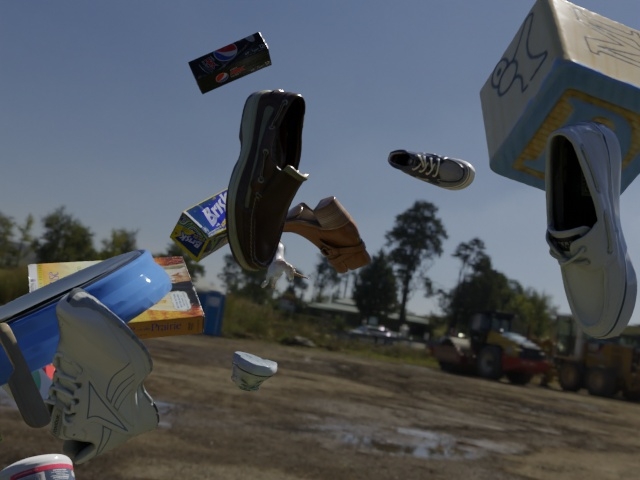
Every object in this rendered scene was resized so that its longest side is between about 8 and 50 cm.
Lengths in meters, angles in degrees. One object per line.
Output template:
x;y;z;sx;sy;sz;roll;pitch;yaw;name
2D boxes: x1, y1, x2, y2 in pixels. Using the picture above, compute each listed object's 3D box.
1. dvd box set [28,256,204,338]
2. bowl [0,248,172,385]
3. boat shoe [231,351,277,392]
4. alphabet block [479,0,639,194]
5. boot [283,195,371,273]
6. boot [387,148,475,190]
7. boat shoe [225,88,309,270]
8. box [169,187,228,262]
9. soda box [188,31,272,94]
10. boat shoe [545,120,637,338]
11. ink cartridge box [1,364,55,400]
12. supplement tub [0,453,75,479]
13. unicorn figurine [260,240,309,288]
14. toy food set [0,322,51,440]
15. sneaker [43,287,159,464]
-0.544;0.152;1.919;0.420;0.062;0.308;-2;31;-21;dvd box set
-0.430;0.121;1.159;0.390;0.077;0.391;-23;10;4;bowl
-0.144;0.285;1.541;0.083;0.076;0.226;12;-6;-11;boat shoe
0.353;-0.192;1.016;0.193;0.197;0.192;20;-47;-12;alphabet block
0.000;0.000;1.442;0.197;0.073;0.152;-9;-59;50;boot
0.231;-0.152;1.546;0.086;0.069;0.190;12;2;-41;boot
-0.067;-0.085;1.010;0.095;0.258;0.095;2;-3;35;boat shoe
-0.139;-0.034;1.063;0.059;0.054;0.169;42;37;9;box
-0.193;-0.381;1.563;0.168;0.053;0.060;-25;-23;-5;soda box
0.300;-0.007;0.849;0.084;0.258;0.095;-12;3;-35;boat shoe
-0.700;0.307;1.782;0.056;0.181;0.225;-21;32;10;ink cartridge box
-0.694;0.692;1.814;0.191;0.272;0.191;-18;-26;-9;supplement tub
-0.094;0.057;1.610;0.060;0.162;0.111;1;-42;-28;unicorn figurine
-0.375;0.166;0.700;0.192;0.133;0.038;-19;-10;-38;toy food set
-0.282;0.183;0.907;0.111;0.297;0.129;32;51;30;sneaker
